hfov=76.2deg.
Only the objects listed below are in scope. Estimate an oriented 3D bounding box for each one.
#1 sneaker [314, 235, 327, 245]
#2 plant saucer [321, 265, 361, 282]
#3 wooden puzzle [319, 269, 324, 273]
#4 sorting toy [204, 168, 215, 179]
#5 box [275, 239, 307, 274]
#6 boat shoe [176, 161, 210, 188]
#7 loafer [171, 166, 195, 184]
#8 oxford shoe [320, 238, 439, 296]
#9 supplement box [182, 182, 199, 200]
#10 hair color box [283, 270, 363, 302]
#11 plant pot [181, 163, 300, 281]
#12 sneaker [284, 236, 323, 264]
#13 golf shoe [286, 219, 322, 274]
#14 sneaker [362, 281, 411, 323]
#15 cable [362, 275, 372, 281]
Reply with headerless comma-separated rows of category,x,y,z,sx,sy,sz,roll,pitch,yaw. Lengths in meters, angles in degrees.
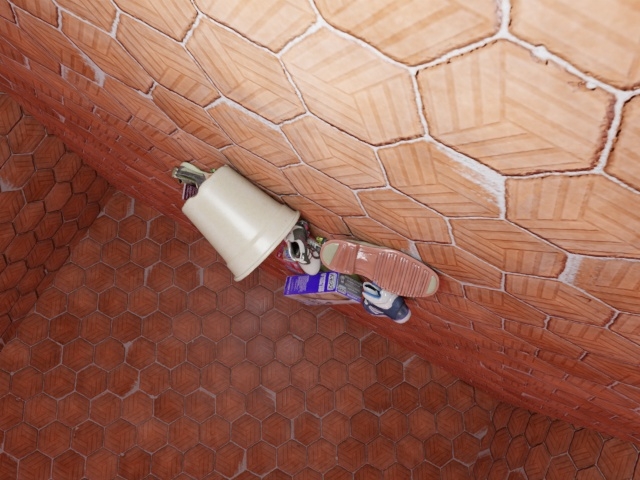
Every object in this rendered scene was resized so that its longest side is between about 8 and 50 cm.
sneaker,0.000,0.000,1.636,0.035,0.031,0.083,34,166,-16
plant saucer,0.100,0.158,1.994,0.240,0.037,0.241,26,166,7
wooden puzzle,0.027,0.197,2.287,0.220,0.044,0.238,30,171,-6
sorting toy,-0.414,-0.244,1.565,0.061,0.012,0.083,-1,146,3
box,-0.101,0.092,1.975,0.128,0.123,0.257,23,165,22
boat shoe,-0.476,-0.239,1.641,0.223,0.074,0.080,27,164,6
loafer,-0.615,-0.273,1.847,0.056,0.050,0.148,12,158,50
oxford shoe,0.204,0.072,1.369,0.396,0.141,0.146,21,-164,13
supplement box,-0.453,-0.178,1.715,0.239,0.073,0.130,20,-166,34
hair color box,0.010,0.231,1.927,0.338,0.110,0.185,-13,149,41
plant pot,-0.292,-0.082,1.417,0.305,0.334,0.333,44,163,-12
sneaker,-0.055,0.017,1.673,0.235,0.090,0.094,41,161,-23
golf shoe,-0.077,0.049,1.576,0.105,0.120,0.273,-3,129,24
sneaker,0.253,0.250,1.876,0.236,0.130,0.322,47,164,-26
cable,0.223,0.142,1.668,0.150,0.047,0.184,22,164,27
